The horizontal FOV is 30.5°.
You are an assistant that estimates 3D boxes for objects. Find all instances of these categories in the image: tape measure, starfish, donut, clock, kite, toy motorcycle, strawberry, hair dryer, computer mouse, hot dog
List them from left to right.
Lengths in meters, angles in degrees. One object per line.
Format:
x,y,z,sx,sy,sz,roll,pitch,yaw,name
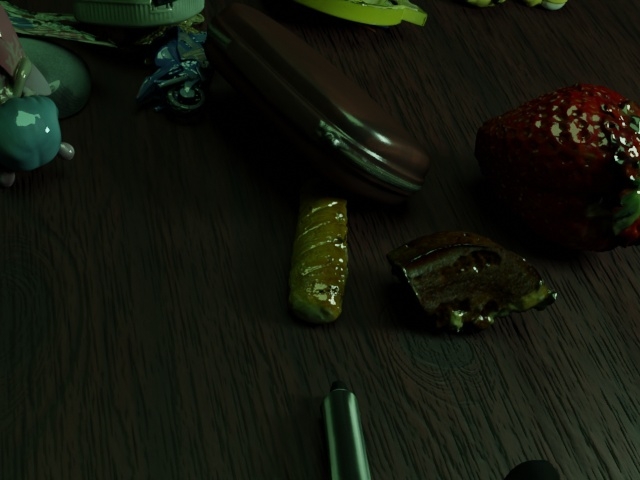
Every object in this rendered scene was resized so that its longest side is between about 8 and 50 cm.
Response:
-0.477,-0.214,1.670,0.167,0.090,0.379,30,41,19,computer mouse
-0.466,-0.345,1.824,0.406,0.014,0.368,24,21,30,kite
-0.276,-0.423,1.909,0.207,0.115,0.235,4,24,19,tape measure
-0.259,-0.348,1.959,0.216,0.050,0.223,20,32,18,starfish
-0.218,-0.271,1.836,0.114,0.076,0.205,15,47,-2,toy motorcycle
-0.002,0.003,1.594,0.087,0.061,0.286,0,38,-3,hot dog
0.027,-0.454,2.167,0.293,0.071,0.277,10,26,-22,clock
0.096,0.243,1.257,0.320,0.156,0.284,7,48,1,hair dryer
0.194,0.042,1.560,0.186,0.144,0.126,-24,26,-9,donut
0.370,-0.118,1.748,0.288,0.250,0.238,12,35,39,strawberry

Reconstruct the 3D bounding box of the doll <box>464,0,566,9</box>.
0.398,-0.512,2.366,0.291,0.086,0.117,-8,48,-26,doll

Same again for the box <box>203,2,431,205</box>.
-0.010,-0.201,1.740,0.404,0.108,0.263,47,16,33,box

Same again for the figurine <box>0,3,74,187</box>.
-0.449,-0.201,1.565,0.205,0.103,0.260,-26,92,-28,figurine
